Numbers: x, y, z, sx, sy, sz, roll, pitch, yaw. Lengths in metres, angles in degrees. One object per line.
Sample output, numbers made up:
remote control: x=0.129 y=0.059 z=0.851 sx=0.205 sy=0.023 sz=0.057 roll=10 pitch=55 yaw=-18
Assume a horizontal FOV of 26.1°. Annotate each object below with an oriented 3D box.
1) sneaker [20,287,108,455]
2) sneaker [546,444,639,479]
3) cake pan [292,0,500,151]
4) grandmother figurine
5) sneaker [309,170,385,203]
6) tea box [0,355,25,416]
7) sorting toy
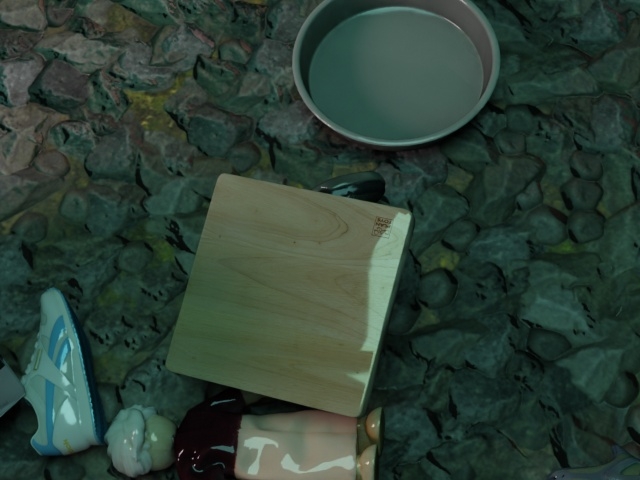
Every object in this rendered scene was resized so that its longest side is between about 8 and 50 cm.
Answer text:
sneaker: x=-0.338 y=0.163 z=1.756 sx=0.092 sy=0.087 sz=0.228 roll=-17 pitch=59 yaw=1
sneaker: x=0.281 y=0.341 z=1.613 sx=0.300 sy=0.111 sz=0.121 roll=-21 pitch=42 yaw=-21
cake pan: x=0.107 y=-0.246 z=1.963 sx=0.293 sy=0.054 sz=0.293 roll=-2 pitch=62 yaw=3
grandmother figurine: x=-0.099 y=0.257 z=1.689 sx=0.343 sy=0.104 sz=0.207 roll=3 pitch=35 yaw=8
sneaker: x=0.000 y=0.000 z=1.823 sx=0.228 sy=0.087 sz=0.130 roll=-27 pitch=65 yaw=-7
tea box: x=-0.576 y=0.084 z=1.648 sx=0.220 sy=0.323 sz=0.329 roll=-42 pitch=57 yaw=-16
sorting toy: x=-0.029 y=0.071 z=1.702 sx=0.257 sy=0.089 sz=0.255 roll=12 pitch=81 yaw=19
